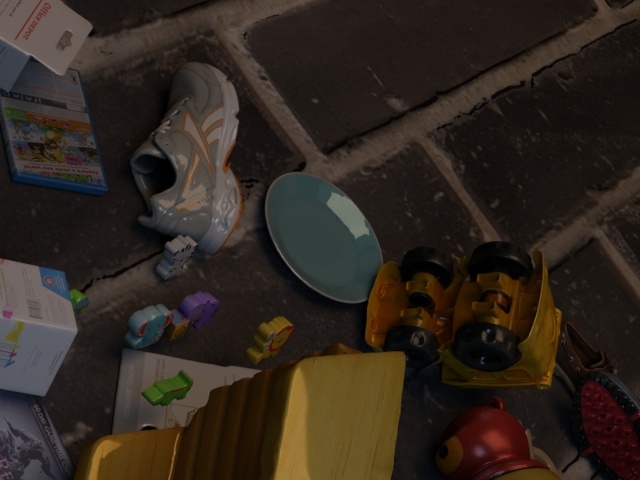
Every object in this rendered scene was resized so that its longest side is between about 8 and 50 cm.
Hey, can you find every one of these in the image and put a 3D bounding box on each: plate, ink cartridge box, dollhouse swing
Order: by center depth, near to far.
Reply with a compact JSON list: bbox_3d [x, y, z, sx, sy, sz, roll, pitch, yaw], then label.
[{"bbox_3d":[-0.167,0.211,1.395,0.305,0.347,0.315,24,61,-29],"label":"dollhouse swing"},{"bbox_3d":[-0.318,0.076,1.576,0.143,0.090,0.092,14,33,-27],"label":"ink cartridge box"},{"bbox_3d":[-0.104,0.252,1.707,0.239,0.060,0.275,10,49,-9],"label":"ink cartridge box"},{"bbox_3d":[-0.362,-0.242,1.820,0.198,0.067,0.115,32,41,-10],"label":"ink cartridge box"},{"bbox_3d":[0.000,0.000,2.049,0.188,0.024,0.188,27,43,-29],"label":"plate"}]

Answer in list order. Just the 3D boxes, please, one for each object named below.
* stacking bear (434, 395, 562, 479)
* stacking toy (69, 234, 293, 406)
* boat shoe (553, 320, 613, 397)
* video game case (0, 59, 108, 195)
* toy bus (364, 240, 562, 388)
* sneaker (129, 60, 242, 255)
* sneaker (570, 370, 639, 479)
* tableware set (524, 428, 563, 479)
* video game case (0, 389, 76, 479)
[{"bbox_3d":[0.221,0.320,1.909,0.164,0.175,0.289,3,48,-32],"label":"stacking bear"},{"bbox_3d":[-0.155,0.081,1.752,0.167,0.052,0.221,40,33,22],"label":"stacking toy"},{"bbox_3d":[0.367,0.180,2.247,0.178,0.060,0.064,46,37,-8],"label":"boat shoe"},{"bbox_3d":[-0.305,-0.131,1.849,0.119,0.015,0.166,10,53,-42],"label":"video game case"},{"bbox_3d":[0.191,0.117,2.044,0.211,0.220,0.149,57,38,-48],"label":"toy bus"},{"bbox_3d":[-0.163,-0.113,1.919,0.121,0.099,0.262,17,47,-31],"label":"sneaker"},{"bbox_3d":[0.425,0.277,2.218,0.262,0.104,0.125,55,27,-8],"label":"sneaker"},{"bbox_3d":[0.268,0.331,2.038,0.128,0.039,0.194,31,41,-25],"label":"tableware set"},{"bbox_3d":[-0.342,0.220,1.513,0.274,0.026,0.196,-13,70,-49],"label":"video game case"}]
